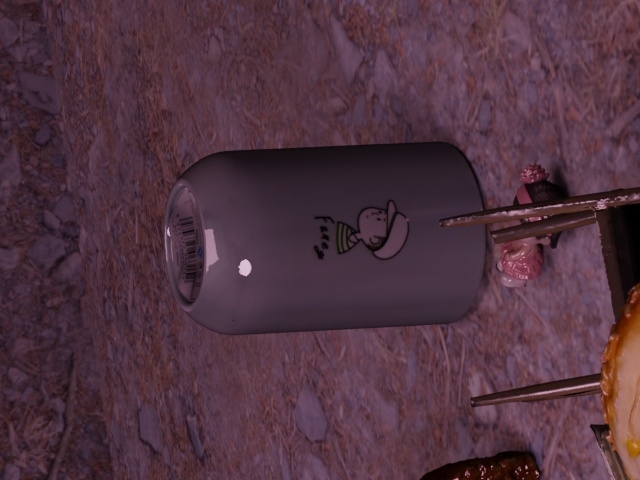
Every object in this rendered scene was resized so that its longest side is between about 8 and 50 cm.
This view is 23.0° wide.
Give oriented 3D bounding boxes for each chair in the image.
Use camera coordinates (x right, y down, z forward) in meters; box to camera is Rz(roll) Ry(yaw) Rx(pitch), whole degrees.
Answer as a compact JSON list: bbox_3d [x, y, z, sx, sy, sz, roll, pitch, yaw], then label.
[{"bbox_3d":[0.265,0.042,1.331,0.272,0.166,0.188,-11,82,23],"label":"chair"}]

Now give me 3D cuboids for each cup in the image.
[{"bbox_3d":[0.000,0.000,1.701,0.205,0.312,0.205,176,90,-66],"label":"cup"}]

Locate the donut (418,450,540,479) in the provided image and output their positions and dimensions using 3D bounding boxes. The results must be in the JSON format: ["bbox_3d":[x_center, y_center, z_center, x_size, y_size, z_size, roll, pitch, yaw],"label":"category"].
[{"bbox_3d":[0.147,0.299,1.687,0.186,0.126,0.144,162,108,-65],"label":"donut"}]

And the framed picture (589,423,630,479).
[{"bbox_3d":[0.295,0.240,1.213,0.016,0.273,0.216,-26,73,23],"label":"framed picture"}]

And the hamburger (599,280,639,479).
[{"bbox_3d":[0.328,0.091,1.047,0.225,0.291,0.291,49,139,46],"label":"hamburger"}]

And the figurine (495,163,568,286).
[{"bbox_3d":[0.209,-0.011,1.558,0.129,0.054,0.072,101,166,-48],"label":"figurine"}]

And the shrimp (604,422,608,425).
[{"bbox_3d":[0.312,0.271,1.371,0.296,0.058,0.169,-101,-9,-61],"label":"shrimp"}]
